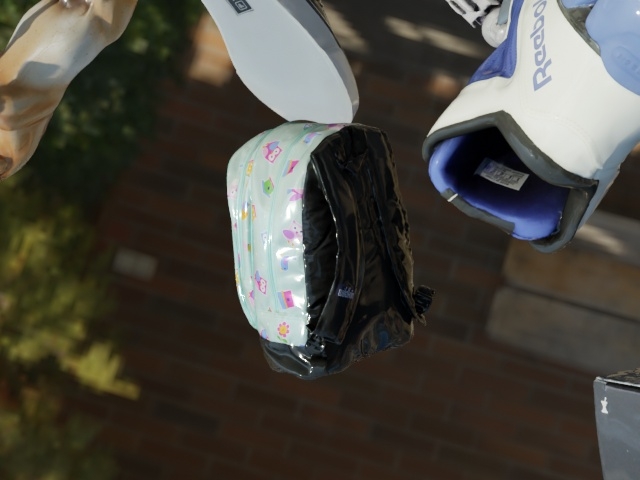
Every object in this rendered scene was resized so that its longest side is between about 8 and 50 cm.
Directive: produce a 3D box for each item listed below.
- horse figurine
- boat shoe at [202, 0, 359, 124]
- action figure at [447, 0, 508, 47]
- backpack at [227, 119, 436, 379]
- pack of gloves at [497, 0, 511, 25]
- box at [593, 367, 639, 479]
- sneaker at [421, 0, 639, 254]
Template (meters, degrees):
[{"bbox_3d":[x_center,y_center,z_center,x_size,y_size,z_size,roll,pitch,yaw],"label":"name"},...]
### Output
[{"bbox_3d":[-0.200,-0.158,1.329,0.066,0.263,0.174,35,-179,33],"label":"horse figurine"},{"bbox_3d":[-0.051,-0.233,1.690,0.113,0.105,0.306,-14,126,43],"label":"boat shoe"},{"bbox_3d":[0.220,-0.295,2.131,0.099,0.285,0.185,-35,111,26],"label":"action figure"},{"bbox_3d":[0.000,0.000,1.416,0.115,0.182,0.152,2,-165,37],"label":"backpack"},{"bbox_3d":[0.229,-0.330,1.767,0.046,0.195,0.232,19,161,-24],"label":"pack of gloves"},{"bbox_3d":[0.323,0.138,1.339,0.207,0.108,0.153,-10,-174,-20],"label":"box"},{"bbox_3d":[0.139,-0.101,1.129,0.127,0.182,0.315,38,-165,-6],"label":"sneaker"}]
